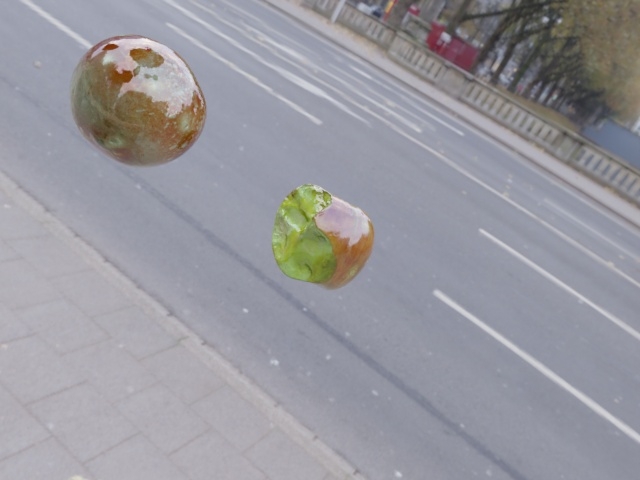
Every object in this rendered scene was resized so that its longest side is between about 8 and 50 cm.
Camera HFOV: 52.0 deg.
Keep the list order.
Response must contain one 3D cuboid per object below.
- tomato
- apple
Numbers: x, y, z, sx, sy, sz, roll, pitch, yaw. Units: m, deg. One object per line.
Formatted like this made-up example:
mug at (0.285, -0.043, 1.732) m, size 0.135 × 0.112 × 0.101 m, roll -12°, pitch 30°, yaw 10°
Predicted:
tomato at (-0.369, -0.262, 1.300) m, size 0.270 × 0.270 × 0.222 m, roll 28°, pitch 57°, yaw -7°
apple at (0.000, 0.000, 1.557) m, size 0.246 × 0.226 × 0.246 m, roll 27°, pitch 1°, yaw -1°
